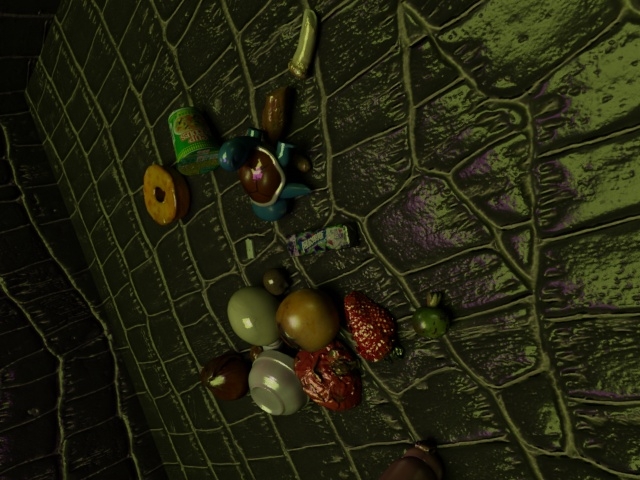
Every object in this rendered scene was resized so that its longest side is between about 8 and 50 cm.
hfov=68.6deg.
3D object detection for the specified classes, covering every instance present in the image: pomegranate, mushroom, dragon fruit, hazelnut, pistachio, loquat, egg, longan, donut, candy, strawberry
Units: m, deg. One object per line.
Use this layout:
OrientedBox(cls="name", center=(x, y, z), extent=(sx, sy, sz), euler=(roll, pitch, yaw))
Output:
OrientedBox(cls="pomegranate", center=(0.332, 0.225, 1.412), extent=(0.115, 0.115, 0.142), euler=(-2, 77, 43))
OrientedBox(cls="mushroom", center=(-0.051, -0.637, 1.522), extent=(0.084, 0.071, 0.209), euler=(-118, 40, -56))
OrientedBox(cls="dragon fruit", center=(0.020, 0.481, 1.728), extent=(0.317, 0.152, 0.205), euler=(39, 123, 22))
OrientedBox(cls="hazelnut", center=(-0.442, 0.633, 2.171), extent=(0.252, 0.217, 0.216), euler=(10, 109, 40))
OrientedBox(cls="pistachio", center=(-0.264, 0.539, 2.085), extent=(0.173, 0.049, 0.089), euler=(42, 128, 26))
OrientedBox(cls="loquat", center=(-0.045, 0.285, 1.684), extent=(0.235, 0.235, 0.234), euler=(14, 112, 39))
OrientedBox(cls="egg", center=(-0.257, 0.300, 1.889), extent=(0.269, 0.219, 0.219), euler=(36, 124, 26))
OrientedBox(cls="longan", center=(-0.175, 0.163, 1.859), extent=(0.114, 0.092, 0.113), euler=(5, 101, 29))
OrientedBox(cls="donut", center=(-0.731, -0.220, 2.243), extent=(0.303, 0.110, 0.302), euler=(12, 109, 41))
OrientedBox(cls="candy", center=(0.000, 0.000, 1.671), extent=(0.313, 0.061, 0.088), euler=(-10, 93, 44))
OrientedBox(cls="strawberry", center=(0.157, 0.306, 1.590), extent=(0.286, 0.106, 0.188), euler=(51, 129, 19))

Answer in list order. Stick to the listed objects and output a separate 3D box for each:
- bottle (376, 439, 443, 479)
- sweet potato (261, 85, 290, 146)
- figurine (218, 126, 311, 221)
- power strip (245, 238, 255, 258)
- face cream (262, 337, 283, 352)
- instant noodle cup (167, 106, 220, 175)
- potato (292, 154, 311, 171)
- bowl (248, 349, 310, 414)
OrientedBox(cls="bottle", center=(0.277, 0.783, 1.496), extent=(0.173, 0.297, 0.206), euler=(18, 119, 38))
OrientedBox(cls="sweet potato", center=(-0.163, -0.433, 1.669), extent=(0.097, 0.097, 0.251), euler=(41, 135, 26))
OrientedBox(cls="figurine", center=(-0.188, -0.245, 1.640), extent=(0.298, 0.242, 0.416), euler=(21, 159, 27))
OrientedBox(cls="power strip", center=(-0.295, 0.035, 1.982), extent=(0.040, 0.016, 0.089), euler=(4, 105, 42))
OrientedBox(cls="face cream", center=(-0.198, 0.436, 1.967), extent=(0.091, 0.091, 0.094), euler=(16, 122, 39))
OrientedBox(cls="instant noodle cup", center=(-0.533, -0.418, 1.952), extent=(0.207, 0.207, 0.232), euler=(-39, 70, 42))
OrientedBox(cls="potato", center=(-0.067, -0.274, 1.663), extent=(0.083, 0.040, 0.051), euler=(39, 117, 25))
OrientedBox(cls="bowl", center=(-0.179, 0.599, 1.906), extent=(0.287, 0.144, 0.286), euler=(17, 128, 24))
